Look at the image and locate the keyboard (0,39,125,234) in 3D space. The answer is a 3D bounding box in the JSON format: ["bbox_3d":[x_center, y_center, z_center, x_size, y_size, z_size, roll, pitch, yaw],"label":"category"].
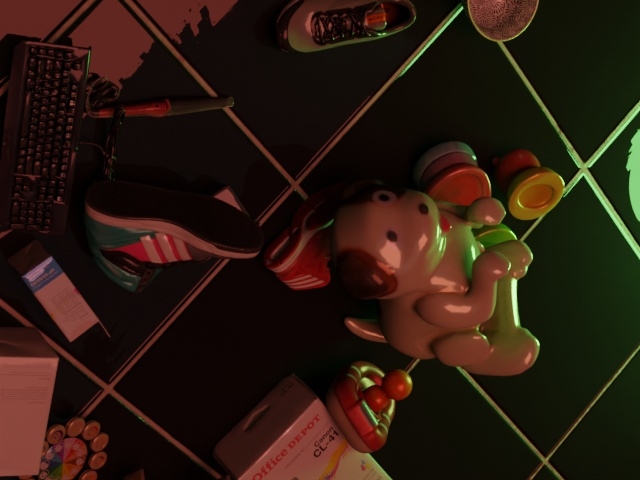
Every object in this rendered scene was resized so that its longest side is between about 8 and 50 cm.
[{"bbox_3d":[-0.403,-0.155,1.646,0.201,0.033,0.317,1,115,-29],"label":"keyboard"}]

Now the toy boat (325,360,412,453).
[{"bbox_3d":[0.109,0.300,1.987,0.151,0.231,0.151,-32,93,11],"label":"toy boat"}]

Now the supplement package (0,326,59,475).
[{"bbox_3d":[-0.546,0.254,1.651,0.194,0.149,0.203,6,103,-31],"label":"supplement package"}]

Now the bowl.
[{"bbox_3d":[0.325,-0.467,1.958,0.170,0.080,0.170,-9,109,-26],"label":"bowl"}]

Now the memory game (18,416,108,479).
[{"bbox_3d":[-0.447,0.391,1.799,0.186,0.012,0.186,-27,130,-37],"label":"memory game"}]

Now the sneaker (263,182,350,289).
[{"bbox_3d":[0.000,0.000,1.936,0.221,0.087,0.128,-42,134,-5],"label":"sneaker"}]

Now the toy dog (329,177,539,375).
[{"bbox_3d":[0.176,0.043,1.888,0.408,0.395,0.285,44,49,-46],"label":"toy dog"}]

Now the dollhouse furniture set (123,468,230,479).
[{"bbox_3d":[-0.254,0.540,1.859,0.259,0.135,0.262,-28,120,12],"label":"dollhouse furniture set"}]

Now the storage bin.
[{"bbox_3d":[-0.188,-0.034,1.803,0.135,0.098,0.091,-34,109,-16],"label":"storage bin"}]

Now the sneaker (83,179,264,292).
[{"bbox_3d":[-0.255,0.015,1.716,0.295,0.124,0.178,14,135,-10],"label":"sneaker"}]

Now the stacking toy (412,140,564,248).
[{"bbox_3d":[0.298,-0.075,2.083,0.308,0.130,0.280,5,129,-28],"label":"stacking toy"}]

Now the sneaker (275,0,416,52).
[{"bbox_3d":[0.045,-0.390,1.809,0.271,0.108,0.100,-18,115,-22],"label":"sneaker"}]

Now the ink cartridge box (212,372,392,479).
[{"bbox_3d":[-0.028,0.450,2.020,0.226,0.131,0.306,-45,123,-10],"label":"ink cartridge box"}]

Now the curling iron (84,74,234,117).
[{"bbox_3d":[-0.269,-0.234,1.721,0.274,0.035,0.068,-1,106,-29],"label":"curling iron"}]

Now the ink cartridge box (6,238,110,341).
[{"bbox_3d":[-0.429,0.095,1.694,0.061,0.104,0.181,-38,120,-14],"label":"ink cartridge box"}]
